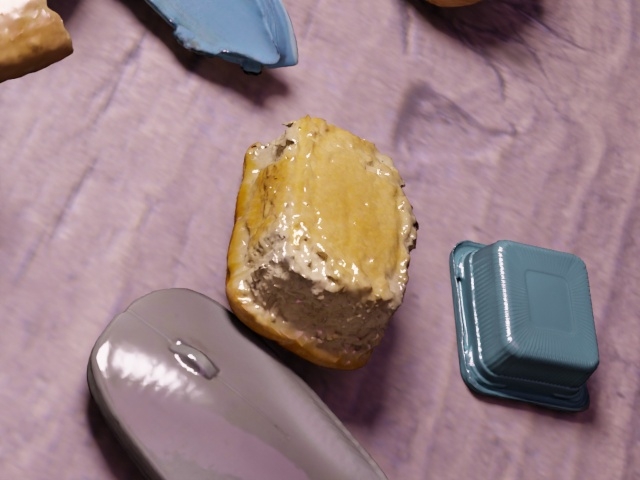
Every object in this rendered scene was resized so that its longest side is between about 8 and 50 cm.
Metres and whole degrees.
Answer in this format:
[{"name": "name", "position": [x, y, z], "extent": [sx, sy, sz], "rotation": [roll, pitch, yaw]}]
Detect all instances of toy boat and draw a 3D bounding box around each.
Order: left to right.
[{"name": "toy boat", "position": [-0.115, -0.252, 1.742], "extent": [0.238, 0.109, 0.098], "rotation": [41, 14, -7]}]

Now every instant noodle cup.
[{"name": "instant noodle cup", "position": [0.217, 0.078, 1.779], "extent": [0.157, 0.070, 0.179], "rotation": [12, 58, -26]}]

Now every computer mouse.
[{"name": "computer mouse", "position": [-0.059, 0.180, 1.515], "extent": [0.331, 0.095, 0.197], "rotation": [47, 43, -1]}]

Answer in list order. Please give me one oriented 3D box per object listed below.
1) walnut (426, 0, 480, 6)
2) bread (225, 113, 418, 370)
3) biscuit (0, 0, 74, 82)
[{"name": "walnut", "position": [0.162, -0.367, 1.934], "extent": [0.193, 0.193, 0.225], "rotation": [47, 44, -1]}, {"name": "bread", "position": [0.000, 0.000, 1.635], "extent": [0.174, 0.121, 0.245], "rotation": [21, 46, -17]}, {"name": "biscuit", "position": [-0.484, -0.256, 1.371], "extent": [0.446, 0.104, 0.429], "rotation": [-23, 74, -31]}]
